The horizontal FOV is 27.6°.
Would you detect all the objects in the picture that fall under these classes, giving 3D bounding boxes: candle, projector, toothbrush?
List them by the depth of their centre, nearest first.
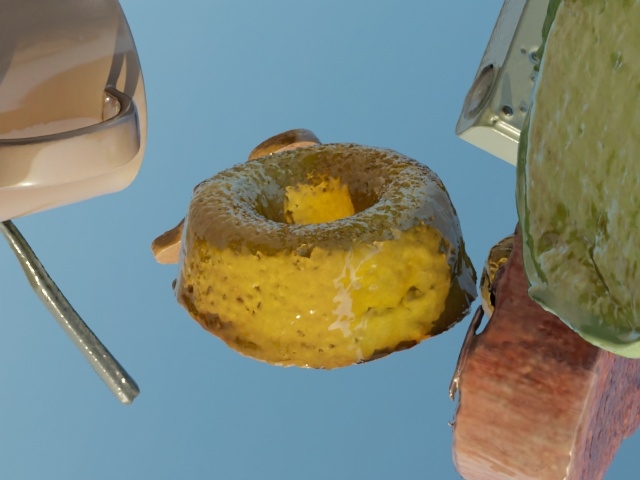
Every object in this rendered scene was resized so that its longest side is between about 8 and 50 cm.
[{"bbox_3d":[0.226,0.052,1.033,0.131,0.317,0.287,16,-67,24],"label":"candle"},{"bbox_3d":[-0.233,0.056,1.143,0.030,0.297,0.030,13,-124,36],"label":"toothbrush"},{"bbox_3d":[0.313,-0.210,1.703,0.250,0.198,0.108,-67,-168,-16],"label":"projector"}]

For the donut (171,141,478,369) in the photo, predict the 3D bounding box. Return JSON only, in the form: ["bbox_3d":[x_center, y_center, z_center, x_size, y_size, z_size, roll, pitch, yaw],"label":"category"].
[{"bbox_3d":[-0.002,-0.001,1.137,0.277,0.278,0.108,35,-42,55],"label":"donut"}]

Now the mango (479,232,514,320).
[{"bbox_3d":[0.274,0.045,1.360,0.151,0.249,0.156,-35,-126,51],"label":"mango"}]

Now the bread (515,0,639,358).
[{"bbox_3d":[0.176,-0.087,0.677,0.301,0.045,0.301,-170,-90,-76],"label":"bread"}]

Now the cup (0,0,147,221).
[{"bbox_3d":[-0.237,-0.090,0.900,0.253,0.200,0.191,32,-48,45],"label":"cup"}]

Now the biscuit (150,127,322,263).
[{"bbox_3d":[-0.083,-0.053,1.483,0.250,0.165,0.036,-46,-120,43],"label":"biscuit"}]
